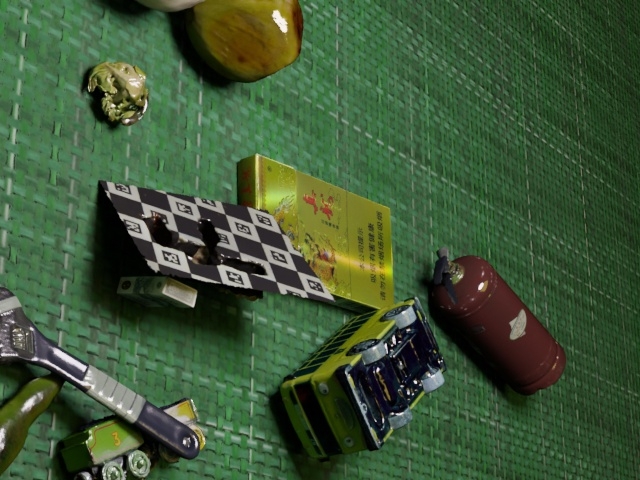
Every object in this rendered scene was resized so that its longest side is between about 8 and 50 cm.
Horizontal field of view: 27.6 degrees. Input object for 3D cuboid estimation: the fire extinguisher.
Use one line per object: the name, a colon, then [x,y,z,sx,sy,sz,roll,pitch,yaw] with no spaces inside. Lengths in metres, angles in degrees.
fire extinguisher: [0.275,0.126,2.127,0.337,0.114,0.135,46,23,-33]

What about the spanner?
spanner: [-0.253,0.157,1.417,0.316,0.024,0.087,38,34,-25]

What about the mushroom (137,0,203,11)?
mushroom: [-0.156,-0.417,1.638,0.254,0.234,0.260,-20,114,-75]

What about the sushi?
sushi: [-0.135,0.017,1.607,0.279,0.043,0.192,10,32,-42]

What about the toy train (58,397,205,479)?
toy train: [-0.209,0.229,1.480,0.202,0.060,0.081,-16,85,-56]

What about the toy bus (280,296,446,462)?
toy bus: [0.059,0.190,1.782,0.262,0.150,0.128,-37,106,-58]

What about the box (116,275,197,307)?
box: [-0.194,0.061,1.543,0.054,0.083,0.024,32,65,-44]

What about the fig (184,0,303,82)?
fig: [-0.103,-0.284,1.759,0.166,0.144,0.154,0,41,-33]

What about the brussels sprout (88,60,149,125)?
brussels sprout: [-0.243,-0.182,1.600,0.085,0.058,0.085,-6,98,-48]

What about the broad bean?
broad bean: [-0.334,0.218,1.329,0.060,0.043,0.297,63,34,-31]

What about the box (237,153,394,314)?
box: [0.000,0.000,1.867,0.311,0.043,0.173,20,61,-48]
